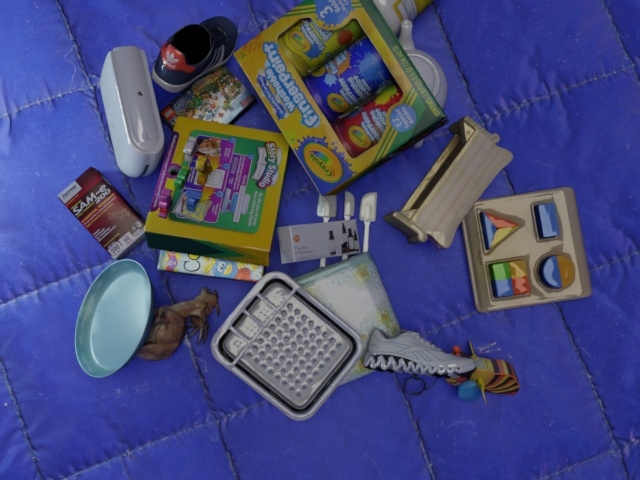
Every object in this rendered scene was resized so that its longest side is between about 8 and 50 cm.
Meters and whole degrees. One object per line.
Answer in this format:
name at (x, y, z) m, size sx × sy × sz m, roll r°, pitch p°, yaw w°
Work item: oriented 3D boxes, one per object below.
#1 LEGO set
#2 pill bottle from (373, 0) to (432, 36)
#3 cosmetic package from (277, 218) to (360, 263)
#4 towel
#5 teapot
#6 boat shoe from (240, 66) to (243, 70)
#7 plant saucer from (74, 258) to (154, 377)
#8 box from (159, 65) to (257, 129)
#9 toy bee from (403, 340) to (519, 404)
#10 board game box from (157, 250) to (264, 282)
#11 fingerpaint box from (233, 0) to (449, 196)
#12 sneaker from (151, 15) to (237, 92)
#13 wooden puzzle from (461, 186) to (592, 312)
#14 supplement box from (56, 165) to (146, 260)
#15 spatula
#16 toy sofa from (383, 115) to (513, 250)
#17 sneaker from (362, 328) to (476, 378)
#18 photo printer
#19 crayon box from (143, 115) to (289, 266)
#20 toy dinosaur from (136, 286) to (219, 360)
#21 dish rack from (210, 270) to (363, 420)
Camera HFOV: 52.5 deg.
LEGO set at (-0.319, -0.162, 1.591) m, size 0.087 × 0.093 × 0.227 m, roll 16°, pitch 62°, yaw 1°
pill bottle at (0.203, -0.692, 1.822) m, size 0.188 × 0.188 × 0.334 m, roll 45°, pitch 85°, yaw 2°
cosmetic package at (0.000, 0.000, 1.744) m, size 0.239 × 0.061 × 0.098 m, roll -8°, pitch 88°, yaw -40°
towel at (0.020, 0.238, 1.793) m, size 0.375 × 0.090 × 0.320 m, roll -21°, pitch 91°, yaw -3°
teapot at (0.245, -0.422, 1.802) m, size 0.256 × 0.187 × 0.252 m, roll 39°, pitch 86°, yaw -1°
boat shoe at (-0.123, -0.440, 1.846) m, size 0.255 × 0.079 × 0.095 m, roll 35°, pitch 87°, yaw 3°
plant saucer at (-0.537, 0.206, 1.717) m, size 0.318 × 0.044 × 0.317 m, roll -16°, pitch 63°, yaw 34°
box at (-0.320, -0.379, 1.851) m, size 0.233 × 0.044 × 0.159 m, roll -44°, pitch 88°, yaw -5°
toy bee at (0.396, 0.358, 1.746) m, size 0.299 × 0.162 × 0.195 m, roll -14°, pitch 42°, yaw -17°
board game box at (-0.284, 0.031, 1.770) m, size 0.276 × 0.144 × 0.141 m, roll 7°, pitch 85°, yaw -2°
fingerpaint box at (0.054, -0.395, 1.676) m, size 0.371 × 0.163 × 0.444 m, roll -32°, pitch 87°, yaw 15°
sneaker at (-0.311, -0.534, 1.742) m, size 0.131 × 0.148 × 0.350 m, roll 35°, pitch 49°, yaw -6°
wooden puzzle at (0.586, 0.024, 1.833) m, size 0.348 × 0.080 × 0.321 m, roll -8°, pitch 86°, yaw -3°
supplement box at (-0.595, -0.074, 1.804) m, size 0.130 × 0.073 × 0.239 m, roll -43°, pitch 87°, yaw -4°
spatula at (0.070, -0.024, 1.853) m, size 0.168 × 0.019 × 0.241 m, roll 5°, pitch 89°, yaw -3°
toy sofa at (0.352, -0.149, 1.805) m, size 0.177 × 0.150 × 0.362 m, roll 36°, pitch 85°, yaw -4°
sneaker at (0.256, 0.292, 1.682) m, size 0.292 × 0.110 × 0.118 m, roll 4°, pitch 74°, yaw 18°
photo printer at (-0.504, -0.325, 1.740) m, size 0.107 × 0.256 × 0.307 m, roll -12°, pitch 87°, yaw -26°
crayon box at (-0.257, -0.132, 1.698) m, size 0.314 × 0.106 × 0.362 m, roll 10°, pitch 62°, yaw -2°
toy dinosaur at (-0.411, 0.253, 1.769) m, size 0.200 × 0.127 × 0.295 m, roll 32°, pitch 105°, yaw -37°
dish rack at (-0.086, 0.274, 1.706) m, size 0.333 × 0.072 × 0.285 m, roll 40°, pitch 87°, yaw -2°
